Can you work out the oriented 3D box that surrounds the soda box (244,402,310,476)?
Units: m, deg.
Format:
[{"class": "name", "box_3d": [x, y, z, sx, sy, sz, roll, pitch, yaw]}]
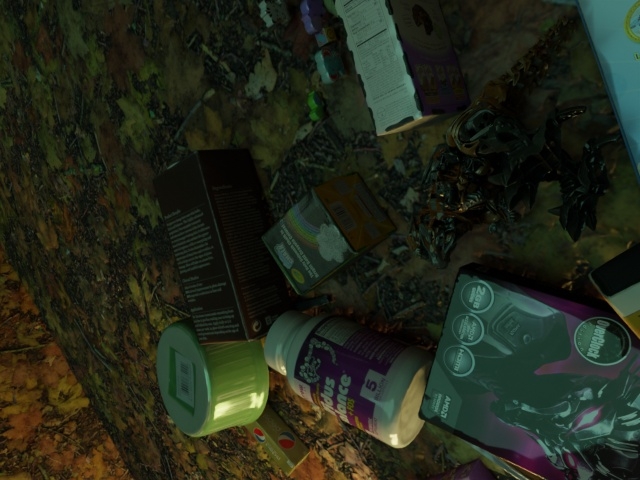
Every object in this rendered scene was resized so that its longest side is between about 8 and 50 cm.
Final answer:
[{"class": "soda box", "box_3d": [-0.115, 0.494, 1.129, 0.181, 0.061, 0.058, 42, 129, 20]}]

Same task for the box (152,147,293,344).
[{"class": "box", "box_3d": [-0.208, 0.017, 0.949, 0.191, 0.143, 0.381, -15, 92, 43]}]

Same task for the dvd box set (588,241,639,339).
[{"class": "dvd box set", "box_3d": [0.483, 0.103, 0.345, 0.308, 0.062, 0.420, -40, 96, 24]}]

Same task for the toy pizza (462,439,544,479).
[{"class": "toy pizza", "box_3d": [0.259, 0.314, 0.693, 0.201, 0.201, 0.032, 29, 80, 29]}]

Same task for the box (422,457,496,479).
[{"class": "box", "box_3d": [0.255, 0.552, 0.842, 0.201, 0.057, 0.293, 51, 132, 14]}]

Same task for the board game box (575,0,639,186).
[{"class": "board game box", "box_3d": [0.426, -0.199, 0.388, 0.308, 0.086, 0.301, -18, 94, 43]}]

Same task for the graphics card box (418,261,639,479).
[{"class": "graphics card box", "box_3d": [0.332, 0.188, 0.560, 0.371, 0.094, 0.232, 19, 103, 29]}]

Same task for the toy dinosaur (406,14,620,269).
[{"class": "toy dinosaur", "box_3d": [0.213, -0.108, 0.555, 0.218, 0.164, 0.321, -134, 43, -56]}]

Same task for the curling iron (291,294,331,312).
[{"class": "curling iron", "box_3d": [-0.085, 0.144, 0.986, 0.274, 0.035, 0.068, -12, 98, 42]}]

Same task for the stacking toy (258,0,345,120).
[{"class": "stacking toy", "box_3d": [0.002, -0.310, 0.699, 0.167, 0.052, 0.221, -8, 109, 50]}]

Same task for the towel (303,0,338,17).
[{"class": "towel", "box_3d": [0.026, -0.422, 0.679, 0.110, 0.027, 0.148, 34, 126, 27]}]

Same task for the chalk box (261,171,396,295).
[{"class": "chalk box", "box_3d": [0.000, 0.000, 0.796, 0.213, 0.132, 0.132, -40, 81, 43]}]

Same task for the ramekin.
[{"class": "ramekin", "box_3d": [-0.277, 0.321, 1.096, 0.303, 0.148, 0.303, 5, 98, 45]}]

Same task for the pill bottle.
[{"class": "pill bottle", "box_3d": [0.045, 0.233, 0.822, 0.302, 0.169, 0.169, 15, 116, 35]}]

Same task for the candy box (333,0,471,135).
[{"class": "candy box", "box_3d": [0.110, -0.247, 0.581, 0.070, 0.165, 0.196, -15, 96, 41]}]
